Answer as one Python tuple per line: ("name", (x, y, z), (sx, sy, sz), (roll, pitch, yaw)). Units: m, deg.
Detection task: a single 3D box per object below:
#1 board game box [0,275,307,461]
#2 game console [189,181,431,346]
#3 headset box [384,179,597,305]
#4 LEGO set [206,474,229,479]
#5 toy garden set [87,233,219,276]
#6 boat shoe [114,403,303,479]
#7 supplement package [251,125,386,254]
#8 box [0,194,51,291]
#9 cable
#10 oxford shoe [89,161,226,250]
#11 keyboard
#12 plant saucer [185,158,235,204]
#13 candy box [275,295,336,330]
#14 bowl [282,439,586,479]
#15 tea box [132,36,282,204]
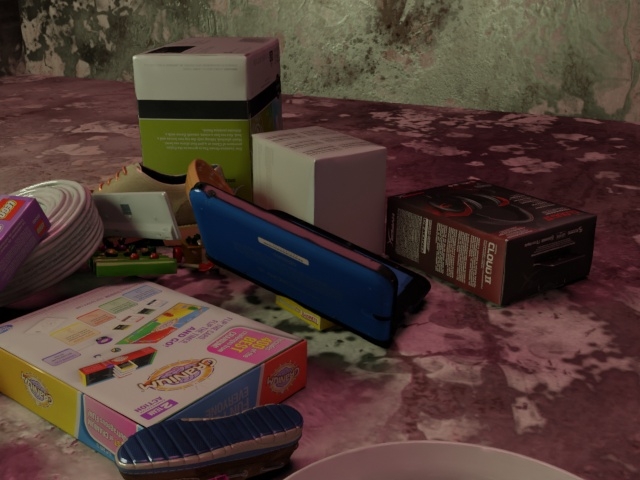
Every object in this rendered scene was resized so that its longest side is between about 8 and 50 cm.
("board game box", (-0.212, 0.141, 0.895), (0.317, 0.064, 0.242), (16, 25, 36))
("game console", (0.000, 0.000, 1.037), (0.293, 0.250, 0.173), (24, 61, 17))
("headset box", (0.281, -0.003, 1.231), (0.218, 0.110, 0.293), (-13, 24, -33))
("LEGO set", (-0.132, 0.254, 0.558), (0.087, 0.093, 0.227), (49, 11, 20))
("toy garden set", (-0.244, 0.017, 1.156), (0.204, 0.049, 0.244), (-1, 3, -20))
("boat shoe", (-0.100, 0.207, 0.713), (0.183, 0.066, 0.066), (-3, 22, -26))
("supplement package", (-0.005, -0.080, 1.312), (0.149, 0.194, 0.203), (-14, 25, -32))
("box", (-0.506, 0.054, 0.955), (0.201, 0.057, 0.293), (6, 47, 20))
("cable", (-0.448, 0.006, 1.121), (0.257, 0.089, 0.257), (-31, 32, -17))
("oxford shoe", (-0.359, -0.069, 1.343), (0.397, 0.146, 0.140), (-6, 21, -16))
("keyboard", (-0.290, -0.038, 1.150), (0.014, 0.072, 0.256), (-21, 16, -39))
("plant saucer", (-0.163, -0.042, 1.253), (0.037, 0.200, 0.200), (-31, 19, 8))
("candy box", (0.046, 0.077, 1.129), (0.206, 0.027, 0.105), (-16, 29, -37))
("bowl", (0.082, 0.264, 0.468), (0.298, 0.134, 0.298), (0, 19, 0))
("tea box", (-0.209, -0.233, 1.539), (0.220, 0.323, 0.329), (2, 21, 7))
